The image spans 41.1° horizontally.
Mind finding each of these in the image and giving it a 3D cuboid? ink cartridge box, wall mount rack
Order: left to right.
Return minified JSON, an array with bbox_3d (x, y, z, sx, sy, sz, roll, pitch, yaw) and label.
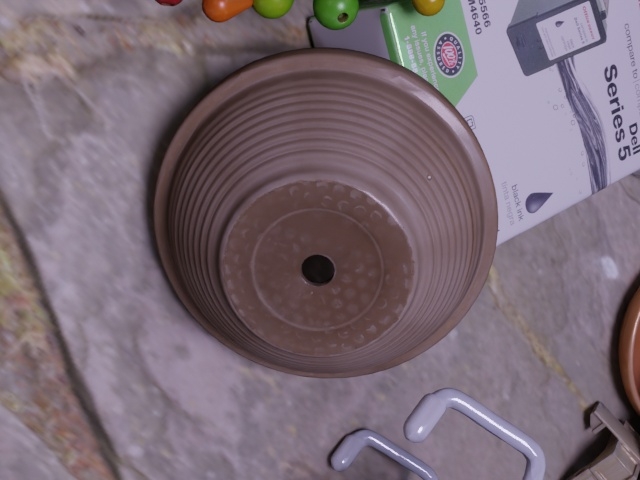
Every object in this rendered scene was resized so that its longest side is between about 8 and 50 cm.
[{"bbox_3d":[0.018,0.263,0.580,0.130,0.350,0.304,31,66,-1],"label":"wall mount rack"},{"bbox_3d":[0.152,-0.125,0.689,0.273,0.115,0.198,-26,110,-25],"label":"ink cartridge box"}]

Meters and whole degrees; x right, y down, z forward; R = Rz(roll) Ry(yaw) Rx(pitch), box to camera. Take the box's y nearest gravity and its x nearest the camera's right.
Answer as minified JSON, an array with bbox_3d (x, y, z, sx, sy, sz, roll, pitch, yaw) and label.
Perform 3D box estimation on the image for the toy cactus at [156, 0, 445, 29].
[{"bbox_3d":[-0.005,-0.221,0.519,0.219,0.112,0.180,-9,91,-17],"label":"toy cactus"}]

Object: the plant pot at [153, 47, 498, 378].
[{"bbox_3d":[0.000,0.000,0.558,0.237,0.109,0.237,2,111,4],"label":"plant pot"}]

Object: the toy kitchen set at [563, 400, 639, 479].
[{"bbox_3d":[0.280,0.217,0.877,0.068,0.075,0.083,50,29,10],"label":"toy kitchen set"}]

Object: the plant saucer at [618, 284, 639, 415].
[{"bbox_3d":[0.385,0.104,0.912,0.200,0.037,0.200,-5,100,-30],"label":"plant saucer"}]

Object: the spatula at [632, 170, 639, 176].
[{"bbox_3d":[0.403,-0.073,0.840,0.242,0.168,0.019,35,41,-39],"label":"spatula"}]
